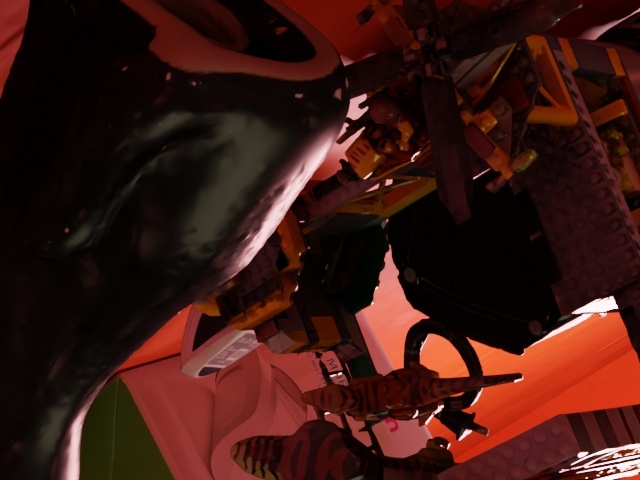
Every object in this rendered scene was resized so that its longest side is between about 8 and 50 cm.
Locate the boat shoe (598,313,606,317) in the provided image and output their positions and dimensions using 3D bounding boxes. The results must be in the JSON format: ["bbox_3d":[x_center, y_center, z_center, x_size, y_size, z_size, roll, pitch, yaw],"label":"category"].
[{"bbox_3d":[0.225,-0.018,1.047,0.320,0.103,0.118,-31,167,8],"label":"boat shoe"}]

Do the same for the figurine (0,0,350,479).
[{"bbox_3d":[-0.113,0.030,0.386,0.215,0.092,0.209,-9,131,-54],"label":"figurine"}]

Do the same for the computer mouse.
[{"bbox_3d":[0.000,0.000,0.793,0.193,0.042,0.106,-35,171,3],"label":"computer mouse"}]

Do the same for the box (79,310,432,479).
[{"bbox_3d":[-0.020,0.199,1.008,0.231,0.262,0.127,-12,159,-48],"label":"box"}]

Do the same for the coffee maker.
[{"bbox_3d":[0.118,-0.022,0.729,0.178,0.120,0.171,-15,144,-49],"label":"coffee maker"}]

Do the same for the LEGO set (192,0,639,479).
[{"bbox_3d":[0.031,0.069,0.544,0.255,0.331,0.192,-22,165,37],"label":"LEGO set"}]
